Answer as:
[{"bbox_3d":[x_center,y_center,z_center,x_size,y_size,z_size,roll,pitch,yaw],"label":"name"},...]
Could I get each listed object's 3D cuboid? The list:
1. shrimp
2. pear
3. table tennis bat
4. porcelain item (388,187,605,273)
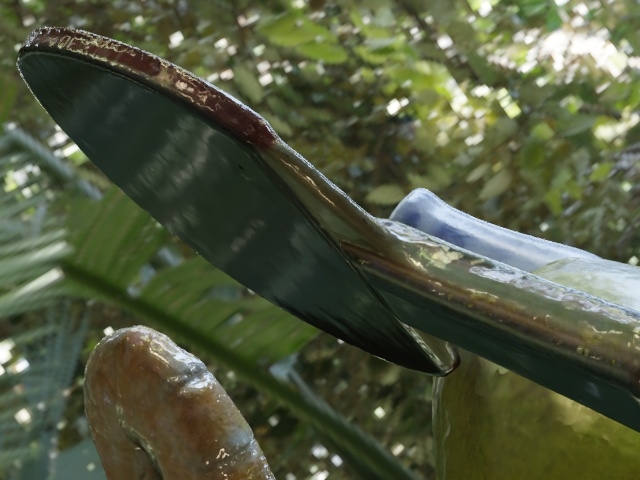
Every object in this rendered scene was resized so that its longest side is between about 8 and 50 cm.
[{"bbox_3d":[-0.083,0.197,0.978,0.168,0.077,0.317,18,-53,46],"label":"shrimp"},{"bbox_3d":[0.158,0.129,0.683,0.212,0.212,0.269,-42,-106,46],"label":"pear"},{"bbox_3d":[0.000,0.000,0.438,0.274,0.021,0.154,22,-21,49],"label":"table tennis bat"},{"bbox_3d":[0.174,0.051,1.310,0.259,0.141,0.141,34,-47,20],"label":"porcelain item"}]
